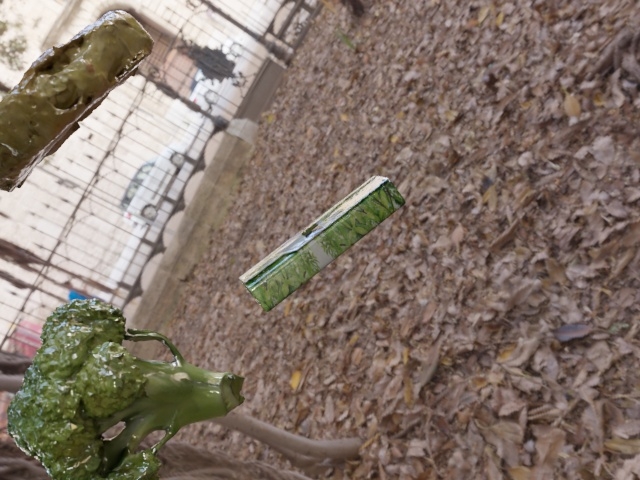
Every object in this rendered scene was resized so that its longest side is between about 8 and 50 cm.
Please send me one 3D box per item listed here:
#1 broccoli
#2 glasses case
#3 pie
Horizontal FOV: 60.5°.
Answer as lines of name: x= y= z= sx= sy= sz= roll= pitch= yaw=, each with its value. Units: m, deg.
broccoli: x=-0.259 y=0.224 z=0.740 sx=0.186 sy=0.302 sz=0.254 roll=117 pitch=173 yaw=-49
glasses case: x=0.000 y=0.000 z=0.858 sx=0.272 sy=0.062 sz=0.095 roll=-38 pitch=9 yaw=-11
pie: x=-0.363 y=-0.190 z=0.770 sx=0.339 sy=0.083 sz=0.339 roll=-40 pitch=21 yaw=18
